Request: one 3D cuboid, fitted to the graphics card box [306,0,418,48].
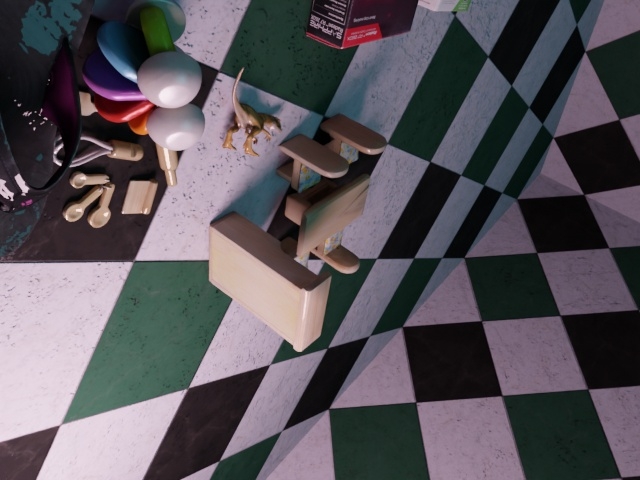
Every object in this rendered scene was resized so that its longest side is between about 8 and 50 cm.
[{"bbox_3d":[0.109,-0.529,1.032,0.233,0.094,0.370,-29,143,-44],"label":"graphics card box"}]

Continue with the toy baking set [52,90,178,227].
[{"bbox_3d":[-0.290,-0.118,0.879,0.197,0.030,0.256,-36,148,-36],"label":"toy baking set"}]

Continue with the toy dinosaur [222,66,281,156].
[{"bbox_3d":[-0.131,-0.210,1.042,0.211,0.064,0.112,20,84,-74],"label":"toy dinosaur"}]

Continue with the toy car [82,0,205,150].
[{"bbox_3d":[-0.225,-0.207,0.765,0.136,0.159,0.182,-12,152,-14],"label":"toy car"}]

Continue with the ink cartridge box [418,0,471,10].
[{"bbox_3d":[0.275,-0.594,1.249,0.160,0.093,0.219,-25,140,-49],"label":"ink cartridge box"}]

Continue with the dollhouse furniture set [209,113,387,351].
[{"bbox_3d":[0.000,0.000,1.272,0.394,0.257,0.362,-35,148,-38],"label":"dollhouse furniture set"}]

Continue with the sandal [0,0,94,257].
[{"bbox_3d":[-0.331,-0.159,0.664,0.168,0.107,0.445,-12,130,-57],"label":"sandal"}]
